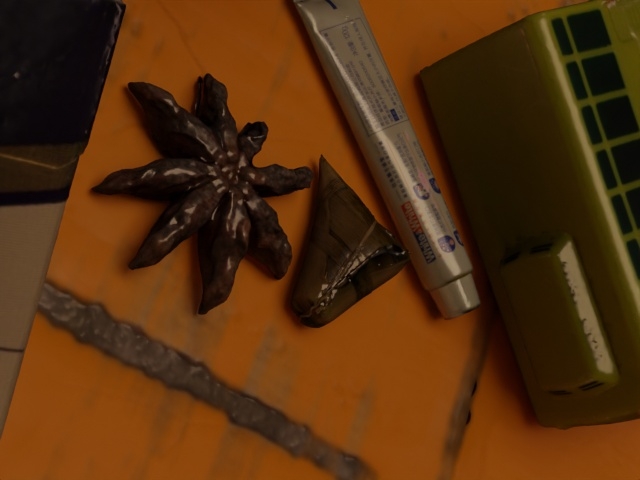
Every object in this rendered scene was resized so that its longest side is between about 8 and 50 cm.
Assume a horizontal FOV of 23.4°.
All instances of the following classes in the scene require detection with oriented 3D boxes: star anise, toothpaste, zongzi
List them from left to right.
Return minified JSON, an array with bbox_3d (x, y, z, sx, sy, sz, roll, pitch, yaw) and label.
[{"bbox_3d":[-0.059,-0.028,0.844,0.141,0.042,0.141,9,73,-33],"label":"star anise"},{"bbox_3d":[0.000,0.000,0.885,0.076,0.040,0.083,-35,88,-30],"label":"zongzi"},{"bbox_3d":[0.044,-0.056,0.934,0.052,0.033,0.218,-24,90,-39],"label":"toothpaste"}]

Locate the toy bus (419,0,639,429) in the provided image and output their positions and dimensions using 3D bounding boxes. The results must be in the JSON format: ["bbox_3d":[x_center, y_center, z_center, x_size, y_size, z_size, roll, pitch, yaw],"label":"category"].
[{"bbox_3d":[0.174,-0.013,0.958,0.150,0.128,0.262,-17,87,-37],"label":"toy bus"}]

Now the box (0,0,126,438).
[{"bbox_3d":[-0.197,-0.006,0.655,0.168,0.071,0.259,13,98,-33],"label":"box"}]
